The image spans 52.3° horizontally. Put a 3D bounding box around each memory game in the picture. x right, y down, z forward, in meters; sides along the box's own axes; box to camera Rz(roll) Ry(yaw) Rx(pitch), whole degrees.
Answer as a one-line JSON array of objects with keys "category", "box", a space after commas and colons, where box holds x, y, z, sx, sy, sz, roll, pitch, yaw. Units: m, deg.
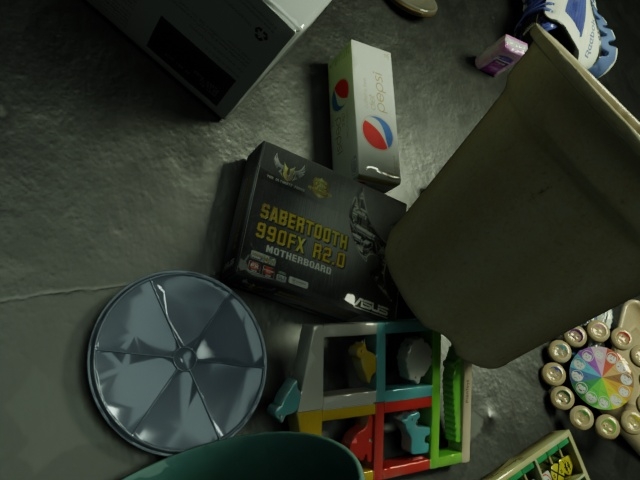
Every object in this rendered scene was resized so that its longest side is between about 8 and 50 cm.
[{"category": "memory game", "box": [0.437, 0.212, 1.006, 0.186, 0.012, 0.186, 0, 66, 1]}]

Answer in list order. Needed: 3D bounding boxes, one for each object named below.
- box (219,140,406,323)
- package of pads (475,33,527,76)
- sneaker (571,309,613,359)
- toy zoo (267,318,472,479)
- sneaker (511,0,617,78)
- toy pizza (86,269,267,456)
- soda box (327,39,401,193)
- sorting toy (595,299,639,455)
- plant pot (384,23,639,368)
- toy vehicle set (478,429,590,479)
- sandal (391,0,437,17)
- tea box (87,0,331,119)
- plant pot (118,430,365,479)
[{"category": "box", "box": [0.000, 0.000, 0.843, 0.231, 0.056, 0.183, 22, 63, -25]}, {"category": "package of pads", "box": [0.317, -0.325, 1.144, 0.050, 0.083, 0.032, 17, 69, -22]}, {"category": "sneaker", "box": [0.439, 0.142, 1.069, 0.058, 0.052, 0.135, 25, 60, -17]}, {"category": "toy zoo", "box": [0.068, 0.194, 0.797, 0.293, 0.030, 0.192, 1, 90, -31]}, {"category": "sneaker", "box": [0.435, -0.446, 1.236, 0.182, 0.127, 0.316, -21, 86, -38]}, {"category": "toy pizza", "box": [-0.153, 0.132, 0.715, 0.201, 0.032, 0.201, 11, 68, -28]}, {"category": "soda box", "box": [0.061, -0.173, 0.938, 0.073, 0.069, 0.216, 9, 69, -29]}, {"category": "sorting toy", "box": [0.533, 0.235, 1.092, 0.193, 0.038, 0.208, 45, 60, -21]}, {"category": "plant pot", "box": [0.252, -0.022, 0.769, 0.333, 0.305, 0.334, 34, 29, -22]}, {"category": "toy vehicle set", "box": [0.283, 0.390, 0.889, 0.266, 0.035, 0.166, -17, 82, -35]}, {"category": "sandal", "box": [0.132, -0.475, 1.098, 0.090, 0.060, 0.219, -25, 86, -36]}, {"category": "tea box", "box": [-0.122, -0.399, 0.815, 0.329, 0.220, 0.324, 40, 56, -14]}, {"category": "plant pot", "box": [-0.076, 0.337, 0.546, 0.293, 0.293, 0.235, -21, 100, -35]}]
